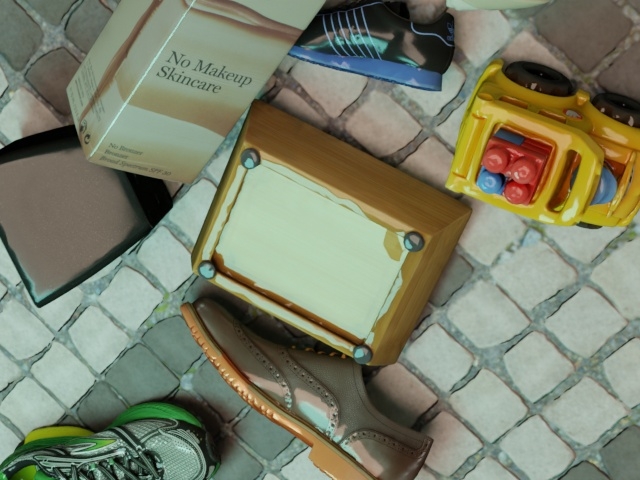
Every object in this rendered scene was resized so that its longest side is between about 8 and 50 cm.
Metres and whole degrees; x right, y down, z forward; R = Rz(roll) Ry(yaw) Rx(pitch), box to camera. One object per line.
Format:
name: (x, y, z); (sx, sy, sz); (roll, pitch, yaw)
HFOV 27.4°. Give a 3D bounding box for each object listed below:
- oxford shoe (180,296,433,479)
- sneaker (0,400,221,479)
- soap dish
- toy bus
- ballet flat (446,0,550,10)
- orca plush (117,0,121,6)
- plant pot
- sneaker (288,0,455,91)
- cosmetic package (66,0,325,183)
oxford shoe: (-0.020, 0.179, 1.648); (0.363, 0.130, 0.133); (41, 84, 8)
sneaker: (-0.288, 0.314, 1.750); (0.343, 0.146, 0.134); (-16, 103, 22)
soap dish: (0.000, 0.000, 1.554); (0.291, 0.118, 0.229); (27, 115, 6)
toy bus: (0.244, -0.083, 1.393); (0.220, 0.211, 0.149); (21, 113, 8)
ballet flat: (0.134, -0.300, 1.431); (0.248, 0.086, 0.086); (29, 116, 8)
orca plush: (-0.171, -0.294, 1.542); (0.151, 0.102, 0.287); (7, 134, -32)
plant pot: (-0.288, -0.054, 1.606); (0.167, 0.188, 0.187); (-22, 101, 11)
sneaker: (0.041, -0.235, 1.484); (0.232, 0.081, 0.090); (16, 94, 16)
cosmetic package: (-0.143, -0.215, 1.458); (0.296, 0.153, 0.129); (-52, 44, 32)
